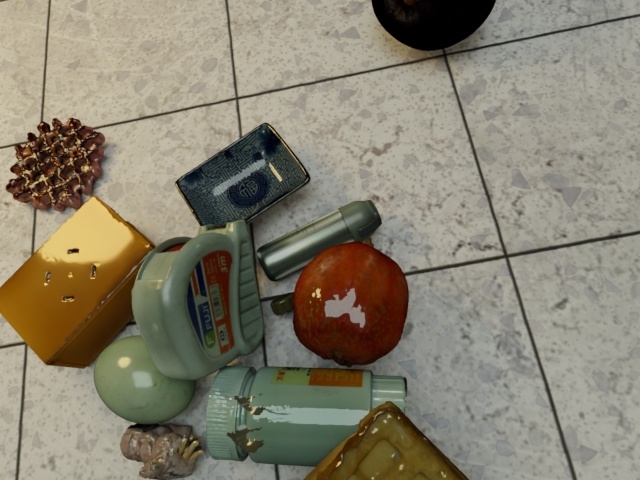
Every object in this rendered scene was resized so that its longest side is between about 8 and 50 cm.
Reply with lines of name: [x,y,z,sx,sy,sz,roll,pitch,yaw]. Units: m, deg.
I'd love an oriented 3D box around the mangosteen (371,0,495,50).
mangosteen: [0.260,-0.561,1.040,0.275,0.275,0.302,32,42,17]

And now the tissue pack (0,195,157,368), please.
tissue pack: [-0.457,0.084,0.939,0.194,0.145,0.274,38,79,16]

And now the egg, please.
egg: [-0.318,0.249,0.857,0.192,0.149,0.149,21,74,18]

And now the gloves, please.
gloves: [-0.283,0.374,0.838,0.144,0.110,0.094,7,77,40]

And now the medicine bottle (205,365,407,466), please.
medicine bottle: [-0.016,0.295,0.797,0.318,0.158,0.158,0,71,8]

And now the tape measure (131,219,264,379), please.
tape measure: [-0.209,0.099,0.827,0.125,0.246,0.243,-7,96,33]

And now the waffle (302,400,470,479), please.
waffle: [0.116,0.439,0.686,0.348,0.077,0.304,44,91,-6]

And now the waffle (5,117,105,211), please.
waffle: [-0.612,-0.181,1.102,0.221,0.055,0.234,10,77,9]

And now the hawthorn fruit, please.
hawthorn fruit: [0.059,0.093,0.846,0.205,0.205,0.253,10,63,11]

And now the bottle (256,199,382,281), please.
bottle: [0.000,0.000,0.937,0.253,0.079,0.096,-26,28,-3]

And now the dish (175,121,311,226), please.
dish: [-0.157,-0.112,1.002,0.243,0.080,0.182,-34,70,-6]

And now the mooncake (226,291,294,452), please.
mooncake: [-0.085,0.183,0.782,0.150,0.057,0.347,-27,21,36]
